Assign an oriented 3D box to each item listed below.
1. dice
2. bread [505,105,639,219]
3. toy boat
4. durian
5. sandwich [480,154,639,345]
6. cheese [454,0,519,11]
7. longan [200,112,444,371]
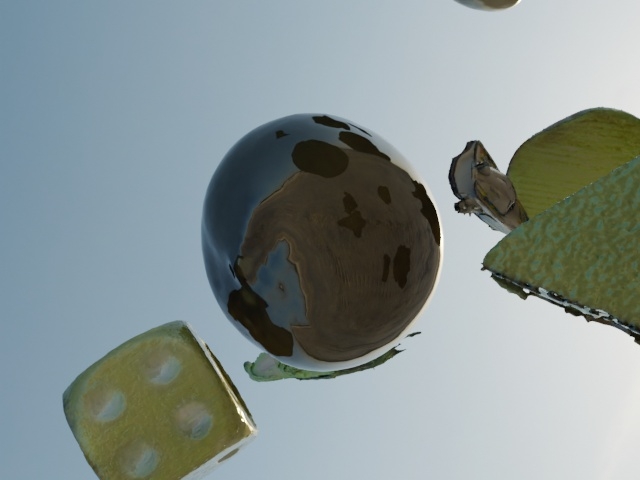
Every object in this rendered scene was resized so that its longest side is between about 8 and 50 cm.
[{"bbox_3d":[-0.184,0.205,1.045,0.169,0.166,0.169,-32,-14,-6],"label":"dice"},{"bbox_3d":[0.374,-0.087,1.254,0.033,0.228,0.228,-83,-12,-57],"label":"bread"},{"bbox_3d":[0.221,-0.046,1.105,0.210,0.066,0.084,33,-131,-47],"label":"toy boat"},{"bbox_3d":[0.004,0.203,1.700,0.106,0.375,0.132,67,-154,-20],"label":"durian"},{"bbox_3d":[0.260,-0.022,0.567,0.212,0.245,0.063,-62,-25,-9],"label":"sandwich"},{"bbox_3d":[0.197,-0.398,1.126,0.235,0.117,0.218,91,172,-76],"label":"cheese"},{"bbox_3d":[0.000,0.000,1.073,0.319,0.319,0.319,-25,-55,-42],"label":"longan"}]
